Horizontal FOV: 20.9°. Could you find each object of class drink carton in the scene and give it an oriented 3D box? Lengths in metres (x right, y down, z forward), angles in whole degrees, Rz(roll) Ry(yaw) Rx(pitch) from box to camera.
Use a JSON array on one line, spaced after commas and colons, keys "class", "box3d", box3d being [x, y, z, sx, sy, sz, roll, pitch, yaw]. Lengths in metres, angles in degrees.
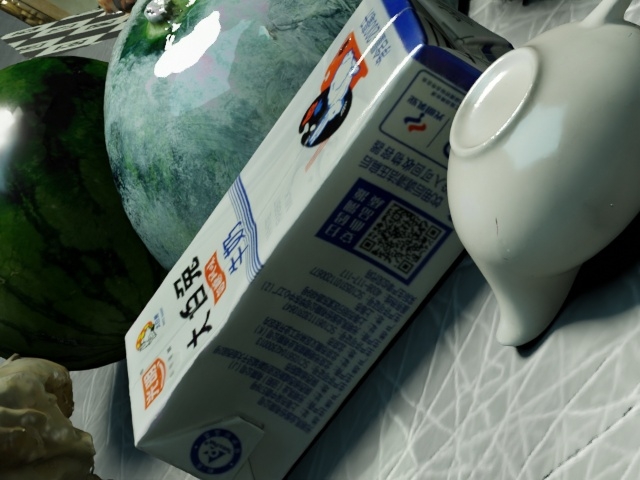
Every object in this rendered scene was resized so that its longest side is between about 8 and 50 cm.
[{"class": "drink carton", "box3d": [0.000, 0.000, 1.067, 0.315, 0.106, 0.130, -53, 23, 20]}]

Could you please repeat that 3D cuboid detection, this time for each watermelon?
[{"class": "watermelon", "box3d": [-0.193, -0.019, 1.324, 0.242, 0.242, 0.242, -46, 27, 32]}, {"class": "watermelon", "box3d": [-0.029, -0.139, 1.199, 0.188, 0.175, 0.322, -23, 44, 57]}]

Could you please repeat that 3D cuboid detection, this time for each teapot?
[{"class": "teapot", "box3d": [0.129, -0.058, 0.895, 0.226, 0.092, 0.145, -55, 24, 7]}]

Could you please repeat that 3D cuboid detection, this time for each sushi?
[{"class": "sushi", "box3d": [-0.150, -0.224, 1.497, 0.264, 0.050, 0.290, -18, 15, -14]}]

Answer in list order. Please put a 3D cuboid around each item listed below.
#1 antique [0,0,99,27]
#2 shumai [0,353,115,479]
[{"class": "antique", "box3d": [-0.338, -0.336, 2.114, 0.148, 0.146, 0.152, -63, 23, 2]}, {"class": "shumai", "box3d": [-0.217, 0.236, 1.063, 0.267, 0.262, 0.314, -33, 0, 4]}]
